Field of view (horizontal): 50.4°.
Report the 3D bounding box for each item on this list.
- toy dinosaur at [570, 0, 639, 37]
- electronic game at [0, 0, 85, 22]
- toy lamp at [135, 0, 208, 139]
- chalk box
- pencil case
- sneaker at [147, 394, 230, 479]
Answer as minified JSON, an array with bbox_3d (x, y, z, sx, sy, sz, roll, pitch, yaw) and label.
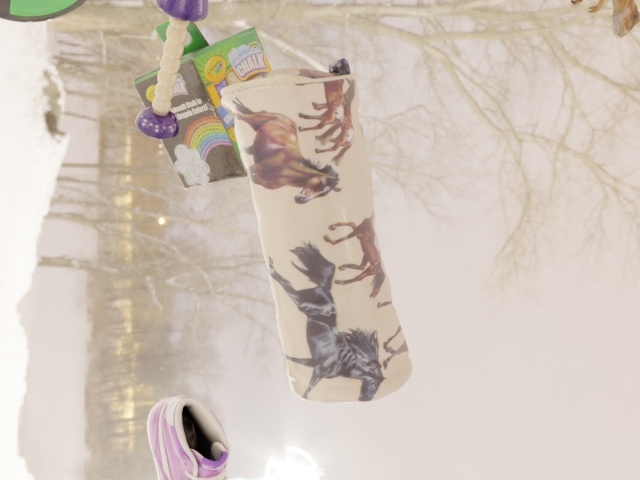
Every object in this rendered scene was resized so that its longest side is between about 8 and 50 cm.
[{"bbox_3d":[0.269,-0.294,0.658,0.211,0.112,0.064,62,18,-47],"label":"toy dinosaur"},{"bbox_3d":[-0.349,-0.369,0.779,0.048,0.229,0.229,23,-65,46],"label":"electronic game"},{"bbox_3d":[-0.224,-0.283,1.023,0.080,0.080,0.274,-106,-148,-44],"label":"toy lamp"},{"bbox_3d":[-0.198,-0.267,1.242,0.180,0.179,0.289,-6,-66,40],"label":"chalk box"},{"bbox_3d":[0.000,0.000,0.817,0.183,0.160,0.410,-79,157,-75],"label":"pencil case"},{"bbox_3d":[-0.167,0.358,0.966,0.161,0.102,0.282,-28,-97,57],"label":"sneaker"}]
